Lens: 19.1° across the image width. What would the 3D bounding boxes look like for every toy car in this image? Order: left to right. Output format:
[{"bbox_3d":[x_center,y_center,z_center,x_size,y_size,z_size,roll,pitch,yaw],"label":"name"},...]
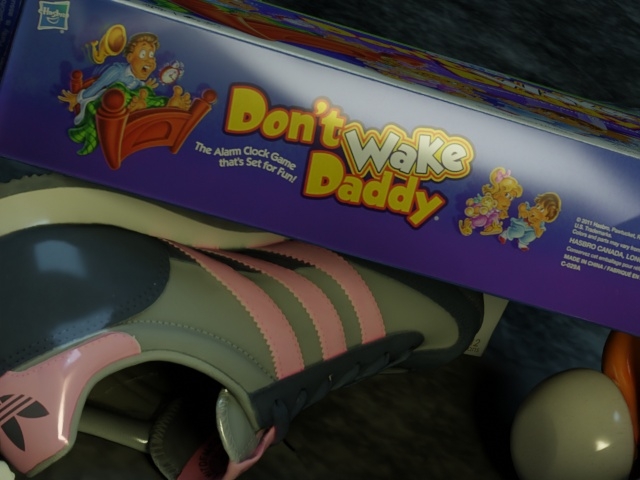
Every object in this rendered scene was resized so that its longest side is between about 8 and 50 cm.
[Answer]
[{"bbox_3d":[0.199,0.102,0.937,0.159,0.136,0.182,5,31,-35],"label":"toy car"}]

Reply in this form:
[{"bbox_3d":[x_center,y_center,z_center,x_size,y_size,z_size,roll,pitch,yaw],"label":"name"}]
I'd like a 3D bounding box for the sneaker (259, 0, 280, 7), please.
[{"bbox_3d":[0.013,-0.072,1.178,0.286,0.109,0.130,32,16,0],"label":"sneaker"}]

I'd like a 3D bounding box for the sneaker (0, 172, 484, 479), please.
[{"bbox_3d":[-0.037,0.060,0.892,0.319,0.112,0.131,7,58,-40],"label":"sneaker"}]

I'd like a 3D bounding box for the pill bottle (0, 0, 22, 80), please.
[{"bbox_3d":[-0.224,-0.148,1.083,0.186,0.112,0.112,8,30,-30],"label":"pill bottle"}]

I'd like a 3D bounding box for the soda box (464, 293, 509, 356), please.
[{"bbox_3d":[0.000,0.000,1.042,0.216,0.069,0.074,12,28,-24],"label":"soda box"}]

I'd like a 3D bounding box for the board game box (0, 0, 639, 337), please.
[{"bbox_3d":[0.021,-0.051,0.911,0.347,0.078,0.233,15,11,-11],"label":"board game box"}]

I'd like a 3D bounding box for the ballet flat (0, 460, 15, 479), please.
[{"bbox_3d":[-0.139,0.102,0.717,0.091,0.077,0.241,2,33,-37],"label":"ballet flat"}]
